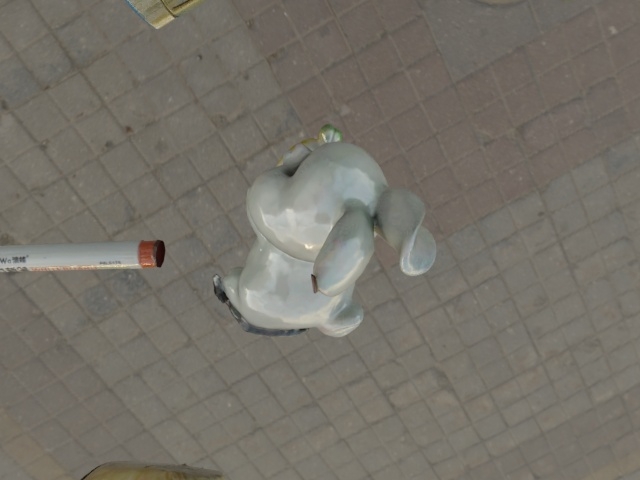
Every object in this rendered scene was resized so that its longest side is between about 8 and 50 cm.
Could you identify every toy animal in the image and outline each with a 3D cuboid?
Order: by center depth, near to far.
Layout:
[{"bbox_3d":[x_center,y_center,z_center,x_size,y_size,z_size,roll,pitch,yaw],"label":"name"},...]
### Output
[{"bbox_3d":[-0.005,-0.005,0.794,0.182,0.247,0.310,-7,152,-31],"label":"toy animal"}]

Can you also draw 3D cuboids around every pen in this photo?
[{"bbox_3d":[-0.243,0.015,0.561,0.217,0.026,0.026,-2,118,6],"label":"pen"}]

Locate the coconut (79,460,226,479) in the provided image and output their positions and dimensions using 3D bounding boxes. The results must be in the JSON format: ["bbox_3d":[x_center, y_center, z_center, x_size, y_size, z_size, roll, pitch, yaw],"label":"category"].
[{"bbox_3d":[-0.276,0.512,0.972,0.352,0.353,0.353,-4,118,-7],"label":"coconut"}]

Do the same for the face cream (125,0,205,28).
[{"bbox_3d":[-0.230,-0.485,1.125,0.284,0.067,0.139,-23,99,20],"label":"face cream"}]
